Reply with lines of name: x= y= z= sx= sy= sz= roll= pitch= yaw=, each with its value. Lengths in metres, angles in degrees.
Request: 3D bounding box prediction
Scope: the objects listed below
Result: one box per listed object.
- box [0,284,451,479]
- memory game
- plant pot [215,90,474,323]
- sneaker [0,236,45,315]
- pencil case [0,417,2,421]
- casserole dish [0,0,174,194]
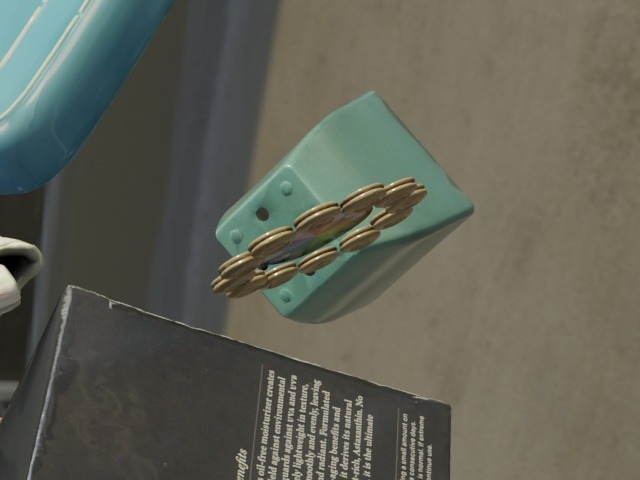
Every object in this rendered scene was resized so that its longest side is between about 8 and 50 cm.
box: x=-0.101 y=0.220 z=1.054 sx=0.296 sy=0.294 sz=0.182 roll=124 pitch=160 yaw=-45
memory game: x=0.000 y=0.000 z=1.126 sx=0.012 sy=0.186 sz=0.186 roll=64 pitch=152 yaw=12
plant pot: x=0.012 y=-0.021 z=1.402 sx=0.166 sy=0.234 sz=0.165 roll=-42 pitch=85 yaw=22
sneaker: x=-0.378 y=0.060 z=1.523 sx=0.232 sy=0.115 sz=0.090 roll=-55 pitch=-48 yaw=-45
pencil case: x=-0.425 y=0.268 z=1.624 sx=0.167 sy=0.386 sz=0.160 roll=-52 pitch=53 yaw=24
casserole dish: x=-0.136 y=-0.105 z=0.689 sx=0.114 sy=0.037 sz=0.188 roll=17 pitch=68 yaw=32
